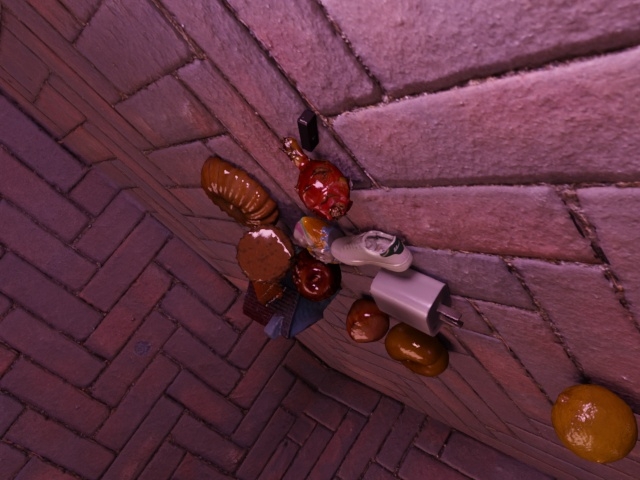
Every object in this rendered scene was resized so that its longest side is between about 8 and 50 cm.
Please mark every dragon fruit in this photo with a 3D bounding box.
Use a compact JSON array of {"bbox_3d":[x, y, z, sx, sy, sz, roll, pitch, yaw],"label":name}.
[{"bbox_3d":[-0.016,-0.153,1.188,0.246,0.125,0.125,49,176,4],"label":"dragon fruit"}]

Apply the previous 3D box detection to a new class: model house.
[{"bbox_3d":[-0.178,0.210,2.020,0.360,0.339,0.297,18,157,43],"label":"model house"}]

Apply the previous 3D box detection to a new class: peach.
[{"bbox_3d":[0.360,0.405,1.843,0.251,0.153,0.251,32,169,7],"label":"peach"}]

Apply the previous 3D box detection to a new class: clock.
[{"bbox_3d":[0.000,0.000,1.545,0.144,0.103,0.231,10,151,37],"label":"clock"}]

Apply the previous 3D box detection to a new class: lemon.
[{"bbox_3d":[0.718,0.480,1.309,0.231,0.192,0.192,41,162,-5],"label":"lemon"}]

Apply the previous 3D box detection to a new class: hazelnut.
[{"bbox_3d":[0.173,0.315,1.920,0.182,0.182,0.182,32,162,12],"label":"hazelnut"}]

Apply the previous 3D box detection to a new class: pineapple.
[{"bbox_3d":[-0.169,0.044,1.706,0.202,0.202,0.362,35,-178,2],"label":"pineapple"}]

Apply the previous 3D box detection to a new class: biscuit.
[{"bbox_3d":[-0.286,-0.146,1.708,0.326,0.107,0.325,35,162,13],"label":"biscuit"}]

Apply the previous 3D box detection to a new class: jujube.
[{"bbox_3d":[-0.015,0.118,1.682,0.190,0.190,0.255,36,-173,0],"label":"jujube"}]

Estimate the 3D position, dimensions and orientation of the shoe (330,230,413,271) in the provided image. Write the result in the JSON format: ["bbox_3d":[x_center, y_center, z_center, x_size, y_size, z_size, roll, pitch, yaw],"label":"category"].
[{"bbox_3d":[0.125,0.011,1.373,0.265,0.095,0.110,9,149,37],"label":"shoe"}]

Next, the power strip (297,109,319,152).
[{"bbox_3d":[-0.026,-0.239,1.099,0.029,0.037,0.111,30,162,16],"label":"power strip"}]

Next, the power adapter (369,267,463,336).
[{"bbox_3d":[0.291,0.178,1.438,0.255,0.124,0.187,23,160,32],"label":"power adapter"}]
